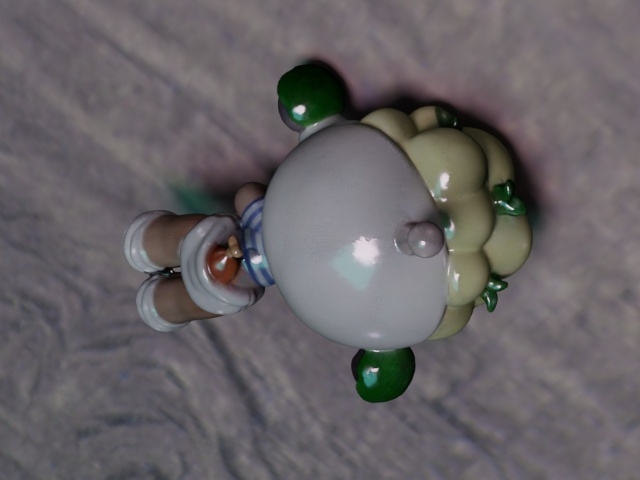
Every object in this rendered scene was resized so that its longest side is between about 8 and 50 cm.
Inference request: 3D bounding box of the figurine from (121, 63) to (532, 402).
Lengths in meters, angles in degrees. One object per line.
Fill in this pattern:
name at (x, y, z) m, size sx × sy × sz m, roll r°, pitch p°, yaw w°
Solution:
figurine at (0.001, 0.000, 0.772) m, size 0.197 × 0.093 × 0.147 m, roll -6°, pitch 102°, yaw 51°
